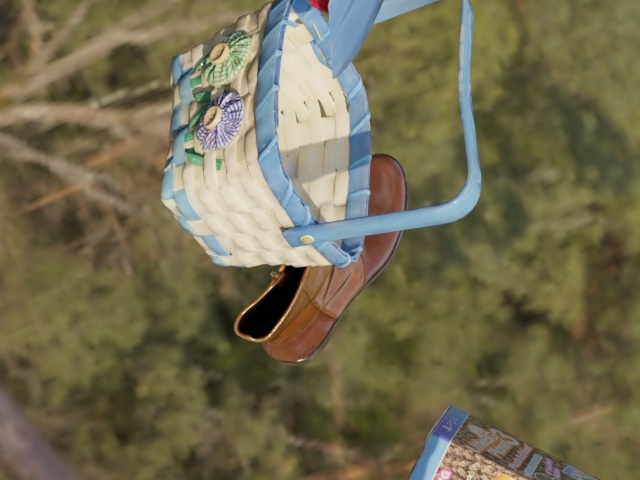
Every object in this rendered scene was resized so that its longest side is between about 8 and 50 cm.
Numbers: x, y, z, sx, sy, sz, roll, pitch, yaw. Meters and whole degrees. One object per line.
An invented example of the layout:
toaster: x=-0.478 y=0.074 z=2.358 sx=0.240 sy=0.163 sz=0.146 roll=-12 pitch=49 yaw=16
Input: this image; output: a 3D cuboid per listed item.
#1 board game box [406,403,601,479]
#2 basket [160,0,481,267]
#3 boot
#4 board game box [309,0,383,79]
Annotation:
board game box: x=0.225 y=0.375 z=2.233 sx=0.291 sy=0.232 sz=0.141 roll=27 pitch=14 yaw=9
basket: x=0.005 y=-0.100 z=1.681 sx=0.201 sy=0.289 sz=0.254 roll=56 pitch=27 yaw=-49
boot: x=0.000 y=0.000 z=1.926 sx=0.096 sy=0.264 sz=0.280 roll=35 pitch=-5 yaw=12
board game box: x=0.023 y=-0.214 z=1.483 sx=0.168 sy=0.033 sz=0.133 roll=86 pitch=29 yaw=-65
